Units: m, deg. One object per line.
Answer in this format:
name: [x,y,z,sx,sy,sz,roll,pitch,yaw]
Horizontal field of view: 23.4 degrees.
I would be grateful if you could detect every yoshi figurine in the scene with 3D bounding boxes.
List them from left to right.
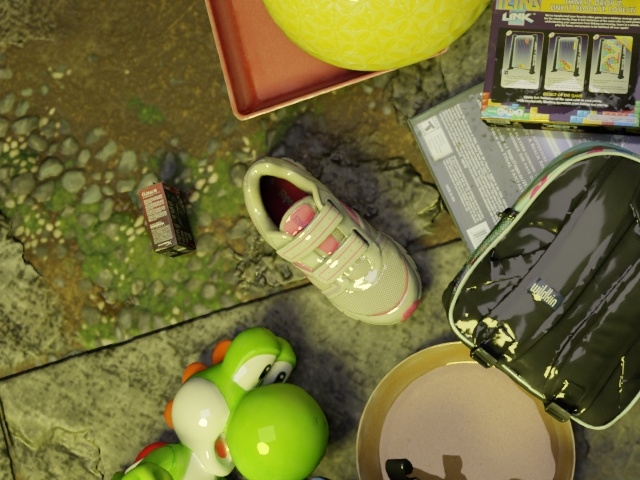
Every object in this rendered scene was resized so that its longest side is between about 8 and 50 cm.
yoshi figurine: [-0.120,0.271,1.651,0.203,0.203,0.362,32,90,1]

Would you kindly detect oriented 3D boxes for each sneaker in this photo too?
sneaker: [0.000,0.000,1.679,0.252,0.111,0.103,39,95,16]

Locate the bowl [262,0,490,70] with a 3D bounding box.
bowl: [0.045,-0.337,1.636,0.289,0.156,0.290,-2,82,16]

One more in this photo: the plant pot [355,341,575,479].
plant pot: [0.155,0.227,1.649,0.236,0.032,0.236,-2,82,16]

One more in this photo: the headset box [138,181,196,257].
headset box: [-0.175,-0.027,1.758,0.032,0.062,0.083,-19,79,12]

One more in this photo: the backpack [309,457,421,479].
backpack: [0.024,0.385,1.469,0.263,0.213,0.277,49,123,38]

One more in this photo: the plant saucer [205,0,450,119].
plant saucer: [-0.002,-0.289,1.749,0.258,0.047,0.259,-17,78,13]

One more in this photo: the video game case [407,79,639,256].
video game case: [0.255,-0.105,1.665,0.274,0.026,0.196,-26,77,10]

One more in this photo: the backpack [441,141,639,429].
backpack: [0.272,0.032,1.548,0.225,0.191,0.253,36,102,-1]

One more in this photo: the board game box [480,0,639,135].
board game box: [0.262,-0.188,1.636,0.170,0.048,0.141,6,83,17]
